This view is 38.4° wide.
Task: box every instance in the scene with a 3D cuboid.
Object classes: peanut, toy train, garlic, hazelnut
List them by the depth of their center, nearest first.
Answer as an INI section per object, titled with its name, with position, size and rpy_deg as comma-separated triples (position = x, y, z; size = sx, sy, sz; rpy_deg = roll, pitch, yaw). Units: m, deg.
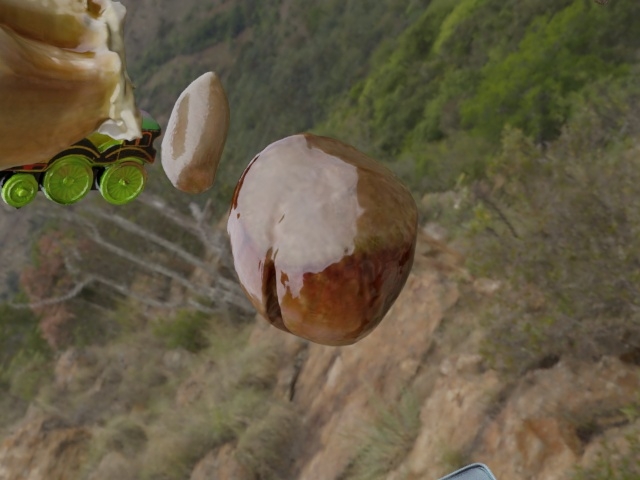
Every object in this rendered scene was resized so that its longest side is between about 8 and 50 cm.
[hazelnut]
position = 0.000, 0.000, 0.672
size = 0.143, 0.143, 0.154
rpy_deg = -54, 55, 33
[garlic]
position = -0.347, -0.202, 0.921
size = 0.250, 0.313, 0.285
rpy_deg = -1, 85, 45
[peanut]
position = -0.144, -0.129, 1.088
size = 0.076, 0.076, 0.152
rpy_deg = 163, 119, -68
[toy train]
position = -0.392, -0.135, 1.425
size = 0.100, 0.296, 0.160
rpy_deg = 38, 120, 38

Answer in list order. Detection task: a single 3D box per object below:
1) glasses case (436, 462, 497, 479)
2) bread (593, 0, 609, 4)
[glasses case]
position = 0.116, 0.290, 0.839
size = 0.266, 0.105, 0.056
rpy_deg = 85, -176, -49
[bread]
position = 0.283, -0.369, 0.887
size = 0.163, 0.262, 0.204
rpy_deg = 0, 83, 39
